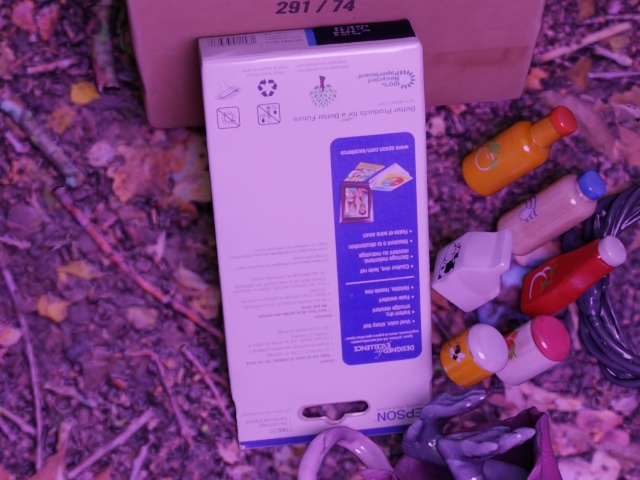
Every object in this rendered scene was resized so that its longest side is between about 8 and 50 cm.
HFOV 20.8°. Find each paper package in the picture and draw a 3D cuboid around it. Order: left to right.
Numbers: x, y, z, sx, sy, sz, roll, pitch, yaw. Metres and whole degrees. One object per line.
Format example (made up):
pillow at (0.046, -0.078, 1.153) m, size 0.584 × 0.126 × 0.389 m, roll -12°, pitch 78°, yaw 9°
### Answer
paper package at (0.003, -0.231, 1.343) m, size 0.325 × 0.309 × 0.168 m, roll -6°, pitch 67°, yaw -4°

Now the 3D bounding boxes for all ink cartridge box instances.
ink cartridge box at (0.000, 0.000, 1.343) m, size 0.165 × 0.065 × 0.332 m, roll -5°, pitch 115°, yaw -5°

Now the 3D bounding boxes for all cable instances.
cable at (0.281, 0.043, 1.417) m, size 0.150 × 0.047 × 0.184 m, roll -12°, pitch 70°, yaw -10°

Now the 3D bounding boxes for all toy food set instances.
toy food set at (0.167, 0.012, 1.349) m, size 0.111 × 0.104 × 0.232 m, roll 36°, pitch 43°, yaw -22°

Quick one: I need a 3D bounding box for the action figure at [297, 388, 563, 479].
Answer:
action figure at (0.138, 0.307, 1.254) m, size 0.276 × 0.248 × 0.370 m, roll -13°, pitch 99°, yaw 28°
